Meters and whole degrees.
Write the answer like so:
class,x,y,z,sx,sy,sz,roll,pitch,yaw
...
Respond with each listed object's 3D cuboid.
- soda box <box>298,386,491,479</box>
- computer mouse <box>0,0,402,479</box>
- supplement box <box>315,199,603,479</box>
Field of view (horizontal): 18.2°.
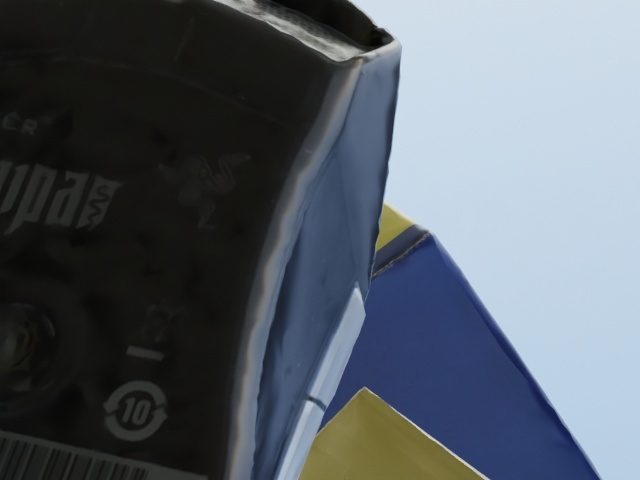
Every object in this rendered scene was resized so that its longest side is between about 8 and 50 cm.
class,x,y,z,sx,sy,sz,roll,pitch,yaw
soda box,-0.023,0.124,0.553,0.181,0.058,0.061,-43,161,-38
computer mouse,0.000,0.000,0.365,0.184,0.060,0.262,6,-118,13
supplement box,-0.005,0.090,1.234,0.195,0.194,0.356,-36,-163,-4
